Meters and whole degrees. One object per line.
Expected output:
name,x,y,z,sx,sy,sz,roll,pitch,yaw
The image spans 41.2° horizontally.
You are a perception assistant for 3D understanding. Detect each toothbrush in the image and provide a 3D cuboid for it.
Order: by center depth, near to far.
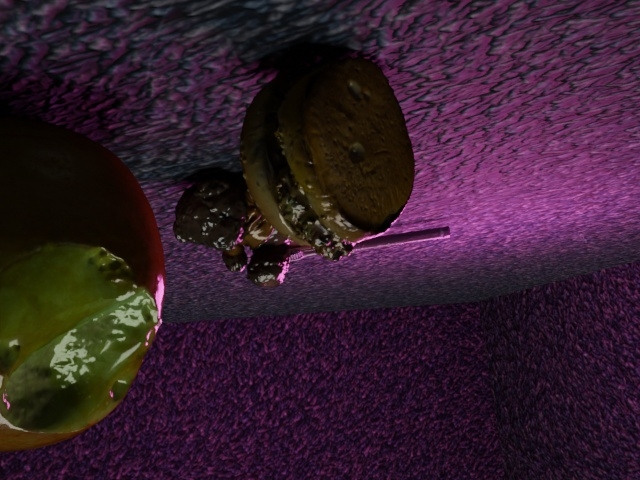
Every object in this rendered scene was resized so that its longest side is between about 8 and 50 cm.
toothbrush,0.082,0.007,1.700,0.354,0.024,0.029,-8,162,7

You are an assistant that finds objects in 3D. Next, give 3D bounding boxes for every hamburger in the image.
hamburger,0.005,-0.074,0.832,0.118,0.191,0.182,-14,175,42

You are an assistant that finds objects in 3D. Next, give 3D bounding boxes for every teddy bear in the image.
teddy bear,-0.109,-0.032,1.203,0.190,0.140,0.177,9,136,-31

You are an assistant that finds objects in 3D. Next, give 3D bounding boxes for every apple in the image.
apple,-0.327,0.040,0.850,0.339,0.339,0.339,-7,170,-1

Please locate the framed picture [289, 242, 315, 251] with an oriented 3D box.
framed picture,0.000,0.000,1.710,0.203,0.015,0.150,-8,170,3
